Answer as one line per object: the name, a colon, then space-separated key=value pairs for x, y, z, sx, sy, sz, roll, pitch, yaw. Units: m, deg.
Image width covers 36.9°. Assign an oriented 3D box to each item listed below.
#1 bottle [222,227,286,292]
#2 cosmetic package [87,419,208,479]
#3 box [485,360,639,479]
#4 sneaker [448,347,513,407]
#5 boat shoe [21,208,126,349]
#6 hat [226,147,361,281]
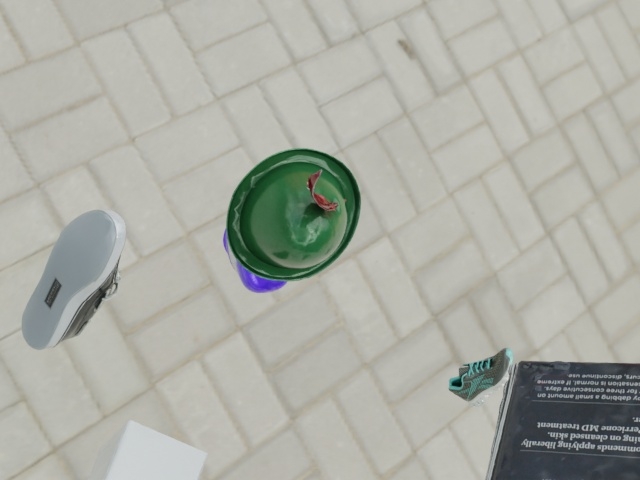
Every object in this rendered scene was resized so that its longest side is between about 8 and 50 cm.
bottle: x=-0.123 y=0.012 z=1.744 sx=0.092 sy=0.283 sz=0.118 roll=-10 pitch=102 yaw=-11
cosmetic package: x=-0.293 y=0.416 z=1.443 sx=0.138 sy=0.224 sz=0.224 roll=25 pitch=61 yaw=-12
box: x=0.377 y=0.476 z=1.157 sx=0.480 sy=0.297 sz=0.471 roll=64 pitch=37 yaw=-37
sneaker: x=0.296 y=0.251 z=1.788 sx=0.076 sy=0.166 sz=0.065 roll=25 pitch=41 yaw=-10
boat shoe: x=-0.389 y=0.066 z=1.601 sx=0.113 sy=0.306 sz=0.105 roll=45 pitch=29 yaw=23
hat: x=0.000 y=0.000 z=1.081 sx=0.208 sy=0.183 sz=0.173 roll=19 pitch=102 yaw=-35
